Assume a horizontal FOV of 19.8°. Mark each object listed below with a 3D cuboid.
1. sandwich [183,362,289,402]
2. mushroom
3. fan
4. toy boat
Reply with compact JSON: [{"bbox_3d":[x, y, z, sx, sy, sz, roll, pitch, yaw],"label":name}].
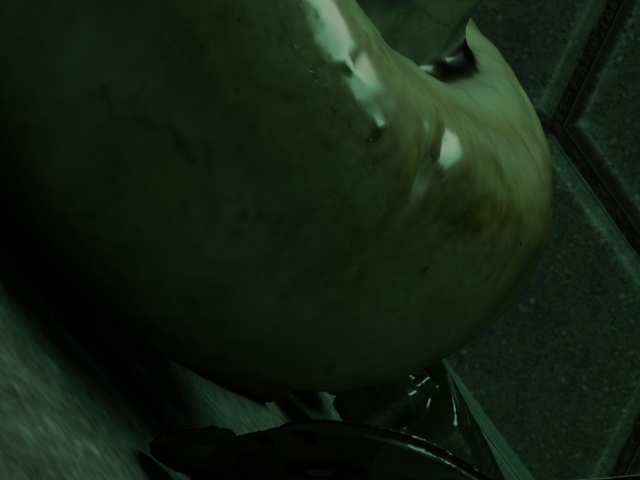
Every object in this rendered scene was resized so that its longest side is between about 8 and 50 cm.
[{"bbox_3d":[-0.081,0.034,1.029,0.187,0.144,0.117,-14,62,-47],"label":"sandwich"},{"bbox_3d":[-0.032,-0.098,0.850,0.352,0.260,0.352,49,11,-12],"label":"mushroom"},{"bbox_3d":[0.051,0.105,0.744,0.152,0.227,0.008,48,44,-47],"label":"fan"},{"bbox_3d":[0.076,0.167,1.244,0.141,0.092,0.319,56,-3,43],"label":"toy boat"}]
